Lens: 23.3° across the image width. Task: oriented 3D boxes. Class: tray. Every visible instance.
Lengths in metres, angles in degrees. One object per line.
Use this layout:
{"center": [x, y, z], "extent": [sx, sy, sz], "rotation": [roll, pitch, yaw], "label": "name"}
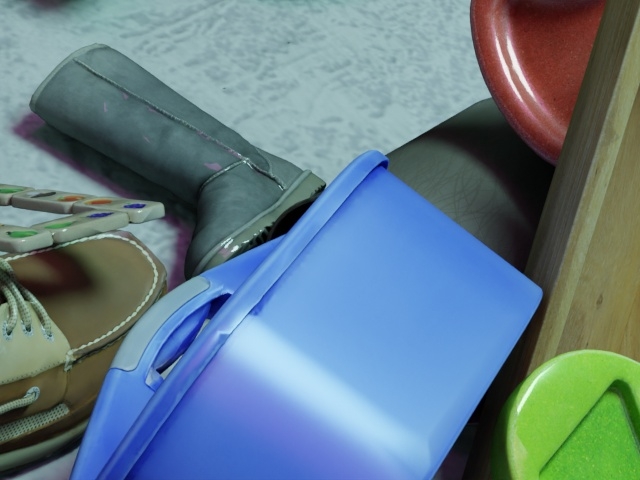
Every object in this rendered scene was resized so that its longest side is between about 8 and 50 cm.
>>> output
{"center": [0.228, 0.033, 0.938], "extent": [0.203, 0.411, 0.076], "rotation": [14, 9, -10], "label": "tray"}

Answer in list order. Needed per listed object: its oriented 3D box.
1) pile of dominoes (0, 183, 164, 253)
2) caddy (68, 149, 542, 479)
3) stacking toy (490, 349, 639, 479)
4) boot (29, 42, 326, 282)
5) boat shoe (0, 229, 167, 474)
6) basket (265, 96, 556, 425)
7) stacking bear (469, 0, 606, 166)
{"center": [-0.249, -0.027, 0.936], "extent": [0.251, 0.040, 0.196], "rotation": [7, 15, 38], "label": "pile of dominoes"}
{"center": [-0.028, 0.095, 0.864], "extent": [0.179, 0.241, 0.341], "rotation": [36, 43, 5], "label": "caddy"}
{"center": [0.178, 0.227, 0.874], "extent": [0.309, 0.130, 0.279], "rotation": [19, 61, -17], "label": "stacking toy"}
{"center": [-0.117, -0.055, 1.109], "extent": [0.208, 0.076, 0.189], "rotation": [36, 28, 5], "label": "boot"}
{"center": [-0.208, 0.070, 0.898], "extent": [0.122, 0.120, 0.324], "rotation": [39, 43, 17], "label": "boat shoe"}
{"center": [0.102, -0.002, 1.098], "extent": [0.204, 0.154, 0.227], "rotation": [30, 38, 13], "label": "basket"}
{"center": [0.254, -0.109, 1.114], "extent": [0.289, 0.175, 0.164], "rotation": [8, 70, -59], "label": "stacking bear"}
